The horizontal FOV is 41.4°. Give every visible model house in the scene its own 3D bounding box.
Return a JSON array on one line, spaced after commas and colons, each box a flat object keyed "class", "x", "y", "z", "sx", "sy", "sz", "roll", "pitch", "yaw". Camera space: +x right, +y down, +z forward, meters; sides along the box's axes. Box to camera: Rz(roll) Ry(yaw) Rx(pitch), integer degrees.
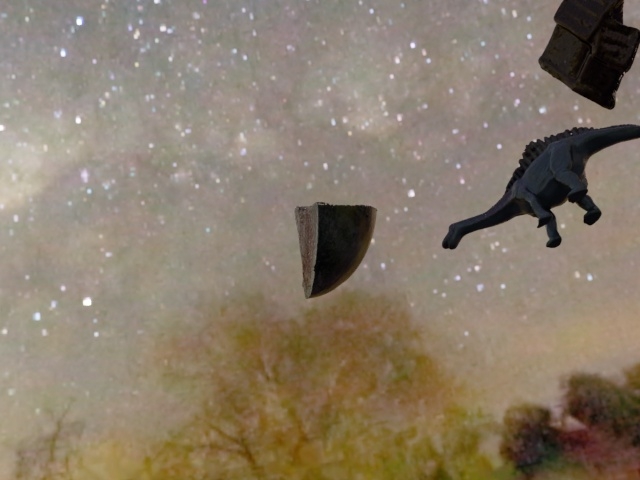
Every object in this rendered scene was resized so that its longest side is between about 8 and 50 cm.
[{"class": "model house", "x": 0.392, "y": -0.287, "z": 1.190, "sx": 0.106, "sy": 0.165, "sz": 0.152, "roll": -16, "pitch": -43, "yaw": -33}]

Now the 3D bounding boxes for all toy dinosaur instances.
[{"class": "toy dinosaur", "x": 0.174, "y": -0.044, "z": 0.624, "sx": 0.197, "sy": 0.080, "sz": 0.045, "roll": -36, "pitch": -50, "yaw": 15}]

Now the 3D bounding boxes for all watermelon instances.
[{"class": "watermelon", "x": 0.000, "y": 0.000, "z": 0.614, "sx": 0.085, "sy": 0.061, "sz": 0.085, "roll": -36, "pitch": -30, "yaw": -25}]
